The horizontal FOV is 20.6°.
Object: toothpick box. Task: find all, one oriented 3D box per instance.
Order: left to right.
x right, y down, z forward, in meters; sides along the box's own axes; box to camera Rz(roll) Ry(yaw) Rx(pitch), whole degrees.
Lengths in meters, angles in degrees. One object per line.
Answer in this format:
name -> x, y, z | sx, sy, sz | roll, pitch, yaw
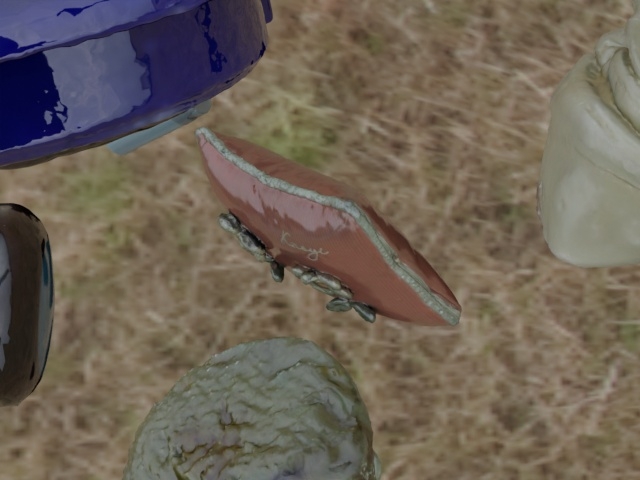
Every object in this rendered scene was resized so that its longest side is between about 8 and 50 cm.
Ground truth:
toothpick box -> -0.135, -0.107, 1.410 | 0.083, 0.052, 0.052 | -25, 75, 25

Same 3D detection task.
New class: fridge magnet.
fridge magnet -> -0.129, -0.104, 0.789 | 0.265, 0.265, 0.113 | -4, 109, 31

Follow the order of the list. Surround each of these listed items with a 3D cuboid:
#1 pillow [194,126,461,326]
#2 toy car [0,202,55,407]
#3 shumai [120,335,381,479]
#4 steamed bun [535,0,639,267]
pillow -> 0.000, 0.000, 1.253 | 0.179, 0.171, 0.075 | 24, 74, 43
toy car -> -0.183, 0.082, 0.548 | 0.204, 0.198, 0.248 | 2, 65, -4
shumai -> -0.036, 0.223, 1.541 | 0.255, 0.218, 0.189 | -23, 34, 27
steamed bun -> 0.347, -0.135, 1.596 | 0.324, 0.309, 0.219 | -1, 120, 44
